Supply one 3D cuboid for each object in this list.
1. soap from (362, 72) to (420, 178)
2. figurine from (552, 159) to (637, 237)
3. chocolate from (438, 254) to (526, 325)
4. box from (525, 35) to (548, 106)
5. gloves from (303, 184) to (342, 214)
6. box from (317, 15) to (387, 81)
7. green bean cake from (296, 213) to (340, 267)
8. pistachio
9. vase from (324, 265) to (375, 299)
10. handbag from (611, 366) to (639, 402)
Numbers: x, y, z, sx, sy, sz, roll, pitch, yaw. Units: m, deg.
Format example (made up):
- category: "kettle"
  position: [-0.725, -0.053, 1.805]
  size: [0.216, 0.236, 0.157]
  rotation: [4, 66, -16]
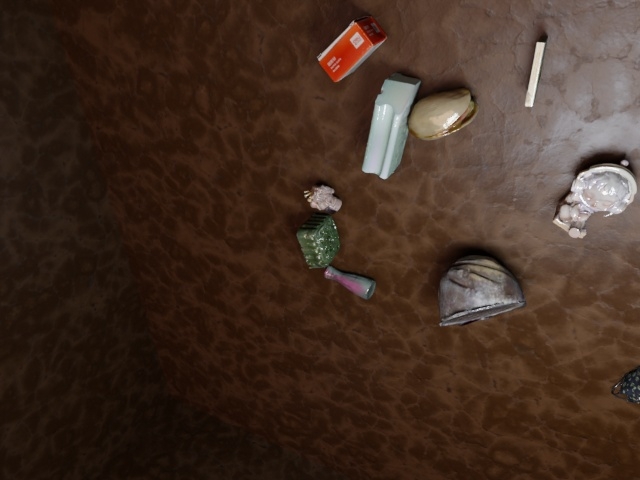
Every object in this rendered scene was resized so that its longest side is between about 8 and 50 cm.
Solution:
- category: "soap"
  position: [0.226, -0.364, 1.545]
  size: [0.095, 0.173, 0.290]
  rotation: [21, 128, 16]
- category: "figurine"
  position: [0.786, -0.125, 1.383]
  size: [0.162, 0.141, 0.237]
  rotation: [35, 132, 0]
- category: "chocolate"
  position: [0.525, 0.160, 1.664]
  size: [0.303, 0.303, 0.213]
  rotation: [-28, 64, 41]
- category: "box"
  position: [0.587, -0.459, 1.315]
  size: [0.024, 0.090, 0.167]
  rotation: [13, 126, 23]
- category: "gloves"
  position: [0.014, -0.164, 1.864]
  size: [0.144, 0.094, 0.110]
  rotation: [42, 161, -29]
- category: "box"
  position: [0.097, -0.593, 1.496]
  size: [0.099, 0.133, 0.182]
  rotation: [51, 133, -6]
- category: "green bean cake"
  position: [0.000, 0.000, 1.926]
  size: [0.094, 0.173, 0.181]
  rotation: [-2, 117, 31]
- category: "pistachio"
  position: [0.366, -0.380, 1.473]
  size: [0.215, 0.144, 0.144]
  rotation: [-15, 111, 38]
- category: "vase"
  position: [0.120, 0.169, 2.034]
  size: [0.214, 0.086, 0.086]
  rotation: [22, 129, 23]
- category: "handbag"
  position: [1.062, 0.507, 1.671]
  size: [0.072, 0.115, 0.139]
  rotation: [41, 148, 0]
